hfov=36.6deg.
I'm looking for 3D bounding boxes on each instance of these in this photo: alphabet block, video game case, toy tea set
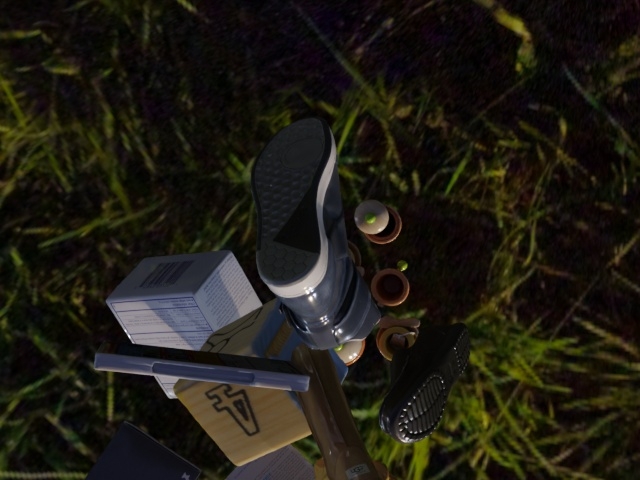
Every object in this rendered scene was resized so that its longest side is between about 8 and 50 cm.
[{"bbox_3d":[-0.102,0.243,1.698,0.197,0.192,0.193,-30,103,31],"label":"alphabet block"},{"bbox_3d":[-0.170,0.177,1.375,0.285,0.204,0.025,8,88,-9],"label":"video game case"},{"bbox_3d":[0.081,0.093,1.830,0.200,0.124,0.336,-5,96,10],"label":"toy tea set"}]

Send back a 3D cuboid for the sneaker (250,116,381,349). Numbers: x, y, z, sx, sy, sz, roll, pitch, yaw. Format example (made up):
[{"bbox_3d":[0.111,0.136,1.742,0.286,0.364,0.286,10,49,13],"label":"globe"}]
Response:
[{"bbox_3d":[-0.002,0.001,0.957,0.086,0.226,0.163,-12,138,19],"label":"sneaker"}]

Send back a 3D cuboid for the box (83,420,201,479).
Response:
[{"bbox_3d":[-0.397,0.554,1.880,0.179,0.343,0.312,32,161,2],"label":"box"}]

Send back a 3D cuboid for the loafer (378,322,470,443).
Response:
[{"bbox_3d":[0.122,0.179,1.227,0.078,0.220,0.080,3,116,30],"label":"loafer"}]

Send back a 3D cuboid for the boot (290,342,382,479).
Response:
[{"bbox_3d":[0.032,0.321,1.465,0.089,0.269,0.236,-13,137,-14],"label":"boot"}]

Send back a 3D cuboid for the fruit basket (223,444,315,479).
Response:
[{"bbox_3d":[-0.083,0.607,1.916,0.353,0.165,0.327,44,84,-1],"label":"fruit basket"}]

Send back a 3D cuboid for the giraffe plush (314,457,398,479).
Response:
[{"bbox_3d":[0.097,0.486,1.776,0.181,0.170,0.210,18,97,47],"label":"giraffe plush"}]

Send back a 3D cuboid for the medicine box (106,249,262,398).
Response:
[{"bbox_3d":[-0.255,0.183,2.029,0.263,0.149,0.289,-6,123,37],"label":"medicine box"}]
